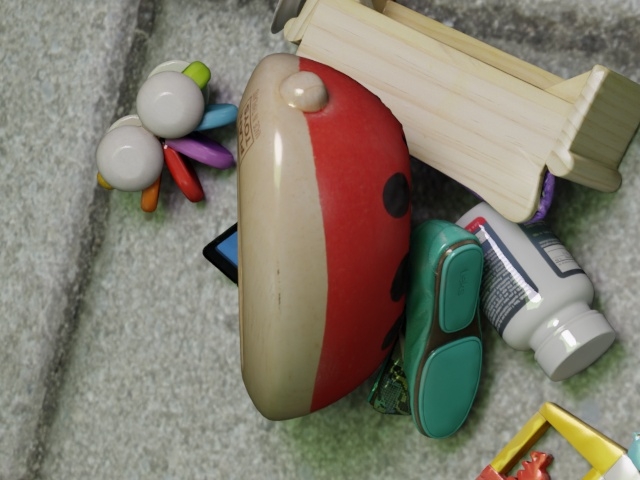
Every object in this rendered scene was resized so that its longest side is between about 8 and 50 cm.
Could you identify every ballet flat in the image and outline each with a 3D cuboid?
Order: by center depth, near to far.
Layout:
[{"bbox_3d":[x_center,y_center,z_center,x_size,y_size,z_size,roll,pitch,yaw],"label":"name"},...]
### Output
[{"bbox_3d":[0.118,0.082,1.692,0.087,0.083,0.247,47,143,48],"label":"ballet flat"},{"bbox_3d":[0.108,0.097,1.773,0.070,0.070,0.188,20,92,28],"label":"ballet flat"}]

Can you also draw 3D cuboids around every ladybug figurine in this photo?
[{"bbox_3d":[0.000,0.000,1.647,0.162,0.449,0.305,-1,55,-3],"label":"ladybug figurine"}]

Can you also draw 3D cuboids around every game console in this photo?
[{"bbox_3d":[-0.050,0.026,1.851,0.122,0.071,0.107,-36,67,17],"label":"game console"}]

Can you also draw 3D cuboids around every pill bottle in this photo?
[{"bbox_3d":[0.212,0.049,1.696,0.108,0.108,0.180,-41,65,14],"label":"pill bottle"}]

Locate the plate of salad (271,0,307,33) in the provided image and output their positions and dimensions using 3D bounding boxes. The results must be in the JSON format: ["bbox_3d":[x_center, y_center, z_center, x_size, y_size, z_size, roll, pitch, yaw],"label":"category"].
[{"bbox_3d":[-0.008,-0.315,1.824,0.048,0.200,0.200,31,96,4],"label":"plate of salad"}]

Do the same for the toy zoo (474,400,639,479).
[{"bbox_3d":[0.230,0.300,1.684,0.192,0.030,0.293,45,101,26],"label":"toy zoo"}]

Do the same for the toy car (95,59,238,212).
[{"bbox_3d":[-0.166,-0.113,1.908,0.136,0.159,0.182,37,99,-8],"label":"toy car"}]

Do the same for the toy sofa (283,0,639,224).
[{"bbox_3d":[0.141,-0.155,1.745,0.362,0.150,0.177,29,99,28],"label":"toy sofa"}]
